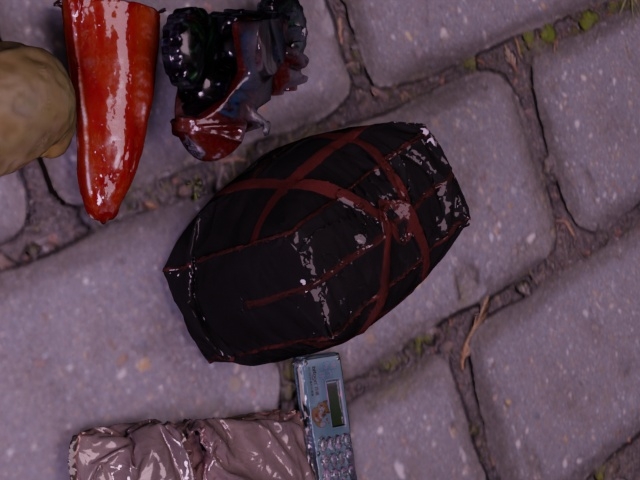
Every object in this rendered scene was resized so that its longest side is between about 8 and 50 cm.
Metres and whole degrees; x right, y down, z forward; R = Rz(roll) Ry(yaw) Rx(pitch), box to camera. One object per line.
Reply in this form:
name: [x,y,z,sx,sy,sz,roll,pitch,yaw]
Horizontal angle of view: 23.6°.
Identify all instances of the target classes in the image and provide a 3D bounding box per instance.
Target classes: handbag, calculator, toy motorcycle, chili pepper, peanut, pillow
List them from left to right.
peanut: [-0.264,-0.091,1.005,0.263,0.101,0.117,7,97,-46]
chili pepper: [-0.160,-0.096,1.145,0.088,0.065,0.169,6,82,-45]
pillow: [-0.086,0.201,1.173,0.248,0.049,0.135,3,76,-49]
toy motorcycle: [-0.062,-0.134,1.227,0.213,0.082,0.122,-28,124,-60]
handbag: [0.000,0.000,1.211,0.215,0.169,0.155,-40,111,-42]
calculator: [0.007,0.181,1.296,0.057,0.018,0.172,-3,83,-48]
